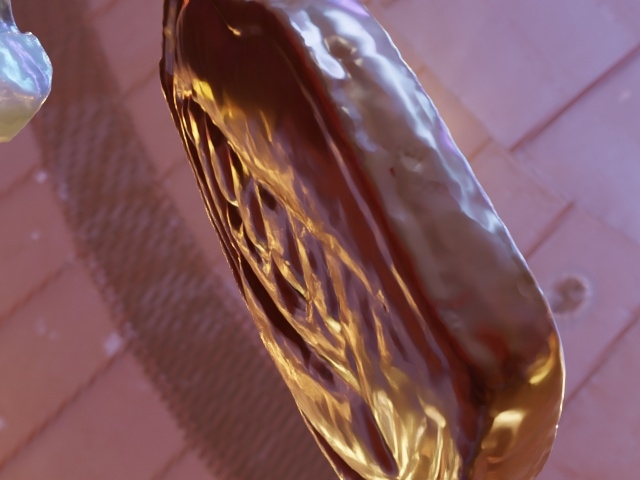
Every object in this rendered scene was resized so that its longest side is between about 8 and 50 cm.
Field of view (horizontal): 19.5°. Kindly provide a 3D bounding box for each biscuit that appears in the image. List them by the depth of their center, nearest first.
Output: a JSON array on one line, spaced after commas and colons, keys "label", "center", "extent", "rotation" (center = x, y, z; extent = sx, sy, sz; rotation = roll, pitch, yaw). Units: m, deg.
[{"label": "biscuit", "center": [0.000, 0.000, 0.441], "extent": [0.029, 0.142, 0.220], "rotation": [-21, -151, -13]}]

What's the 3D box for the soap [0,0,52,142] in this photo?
[{"label": "soap", "center": [-0.276, -0.097, 0.640], "extent": [0.115, 0.347, 0.208], "rotation": [-45, -115, 29]}]
